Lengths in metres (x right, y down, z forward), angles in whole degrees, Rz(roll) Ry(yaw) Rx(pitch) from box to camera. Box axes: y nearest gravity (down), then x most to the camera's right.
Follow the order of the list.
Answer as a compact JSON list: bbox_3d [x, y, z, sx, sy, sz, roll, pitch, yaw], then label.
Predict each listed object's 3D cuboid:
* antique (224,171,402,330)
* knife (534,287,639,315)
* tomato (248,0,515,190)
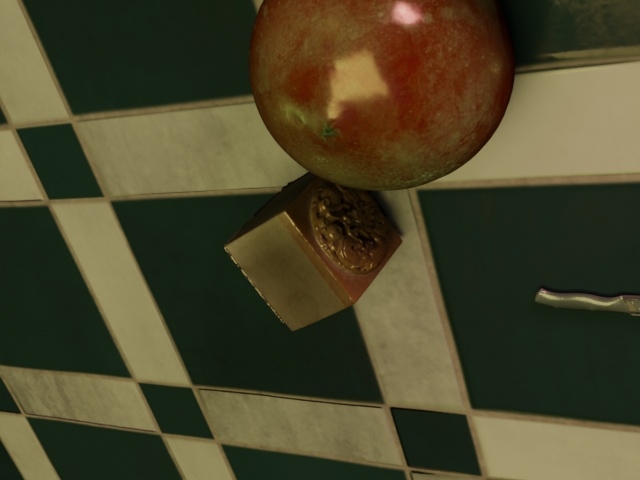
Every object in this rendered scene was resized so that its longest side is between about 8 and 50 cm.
[{"bbox_3d":[0.000,0.000,1.074,0.148,0.152,0.147,-29,104,44],"label":"antique"},{"bbox_3d":[0.355,0.074,1.014,0.210,0.015,0.028,3,118,28],"label":"knife"},{"bbox_3d":[0.054,-0.170,0.870,0.270,0.223,0.270,18,132,22],"label":"tomato"}]
